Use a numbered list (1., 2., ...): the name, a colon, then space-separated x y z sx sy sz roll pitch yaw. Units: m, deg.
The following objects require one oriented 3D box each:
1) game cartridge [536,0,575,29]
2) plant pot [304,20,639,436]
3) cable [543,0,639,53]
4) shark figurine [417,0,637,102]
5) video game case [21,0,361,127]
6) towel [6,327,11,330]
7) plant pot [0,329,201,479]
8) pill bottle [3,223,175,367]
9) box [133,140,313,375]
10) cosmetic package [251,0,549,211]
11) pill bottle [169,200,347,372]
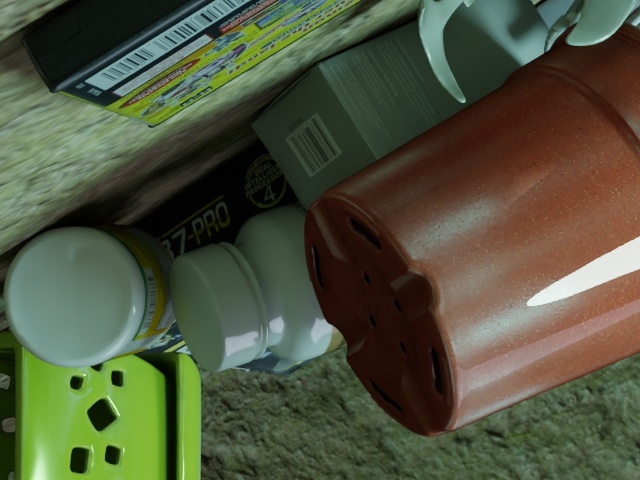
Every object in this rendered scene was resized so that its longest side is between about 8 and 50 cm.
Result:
1. game cartridge: 0.266 -0.150 1.939 0.060 0.196 0.294 -26 175 -42
2. plant pot: 0.148 0.005 1.468 0.265 0.272 0.272 -26 175 -21
3. cable: 0.321 -0.241 1.591 0.257 0.089 0.257 -42 -177 37
4. shark figurine: 0.174 -0.213 1.396 0.278 0.166 0.116 -11 145 -17
5. video game case: -0.008 -0.152 1.034 0.275 0.035 0.248 -31 176 5
6. towel: -0.250 0.064 2.093 0.197 0.029 0.144 -31 175 20
7. plant pot: -0.237 0.204 1.803 0.207 0.227 0.228 4 171 -35
8. pill bottle: -0.185 0.044 1.644 0.118 0.117 0.208 -31 176 9
9. box: 0.000 0.000 1.887 0.395 0.097 0.318 -33 152 30
10. cosmetic package: 0.079 -0.122 1.609 0.238 0.107 0.127 -30 176 -37
11. pill bottle: -0.004 0.030 1.633 0.229 0.131 0.131 -17 171 -25
